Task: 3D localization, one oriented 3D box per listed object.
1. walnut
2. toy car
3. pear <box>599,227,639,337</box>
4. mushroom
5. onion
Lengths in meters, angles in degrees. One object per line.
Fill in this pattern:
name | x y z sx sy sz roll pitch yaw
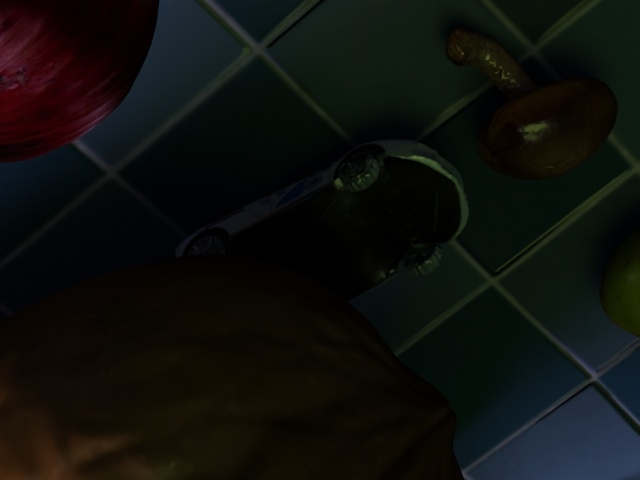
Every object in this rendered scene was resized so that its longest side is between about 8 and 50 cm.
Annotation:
walnut | -0.093 0.198 0.938 0.398 0.308 0.354 -36 103 12
toy car | 0.000 0.000 1.034 0.205 0.056 0.095 -29 123 15
pear | 0.232 0.028 1.074 0.097 0.092 0.092 -27 125 29
mushroom | 0.124 -0.081 0.995 0.129 0.073 0.088 29 148 -21
onion | -0.204 -0.164 0.791 0.273 0.285 0.273 8 166 2
